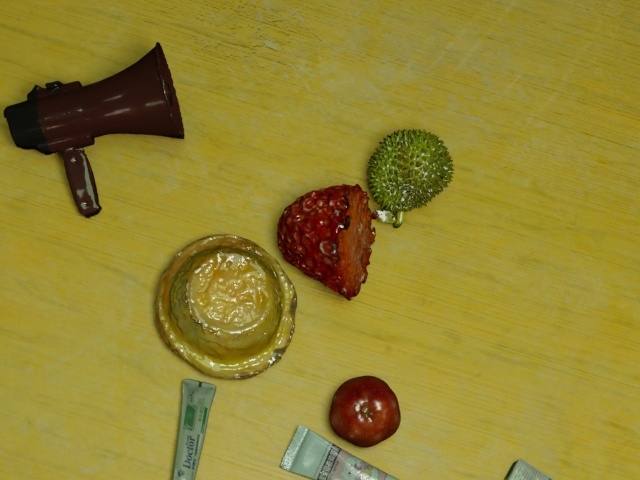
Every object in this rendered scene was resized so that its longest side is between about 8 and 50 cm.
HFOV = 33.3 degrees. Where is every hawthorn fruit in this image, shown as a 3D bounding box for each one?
[{"bbox_3d":[0.079,0.308,1.939,0.132,0.138,0.133,2,72,-5],"label":"hawthorn fruit"}]

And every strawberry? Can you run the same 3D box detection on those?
[{"bbox_3d":[0.000,0.000,2.027,0.178,0.234,0.234,2,67,19],"label":"strawberry"}]

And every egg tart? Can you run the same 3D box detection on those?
[{"bbox_3d":[-0.173,0.118,1.999,0.288,0.118,0.288,3,72,-9],"label":"egg tart"}]

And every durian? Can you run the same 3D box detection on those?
[{"bbox_3d":[0.168,-0.139,2.111,0.198,0.146,0.159,-37,77,-17],"label":"durian"}]

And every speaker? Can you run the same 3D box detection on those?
[{"bbox_3d":[-0.425,-0.213,2.105,0.329,0.198,0.259,-20,112,2],"label":"speaker"}]

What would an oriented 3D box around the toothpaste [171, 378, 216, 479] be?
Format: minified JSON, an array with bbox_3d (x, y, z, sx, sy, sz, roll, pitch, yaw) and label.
[{"bbox_3d":[-0.236,0.359,1.939,0.064,0.041,0.218,14,65,-14],"label":"toothpaste"}]

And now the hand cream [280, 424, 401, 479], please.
[{"bbox_3d":[0.094,0.442,1.939,0.331,0.058,0.085,24,85,8],"label":"hand cream"}]

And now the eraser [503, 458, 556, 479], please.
[{"bbox_3d":[0.346,0.516,1.936,0.095,0.052,0.225,32,70,4],"label":"eraser"}]
